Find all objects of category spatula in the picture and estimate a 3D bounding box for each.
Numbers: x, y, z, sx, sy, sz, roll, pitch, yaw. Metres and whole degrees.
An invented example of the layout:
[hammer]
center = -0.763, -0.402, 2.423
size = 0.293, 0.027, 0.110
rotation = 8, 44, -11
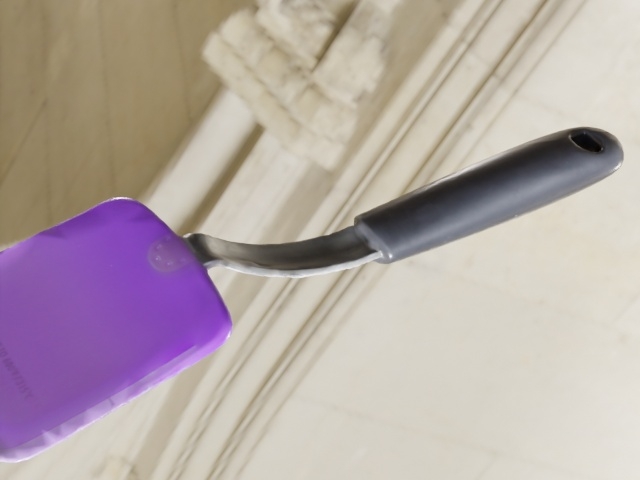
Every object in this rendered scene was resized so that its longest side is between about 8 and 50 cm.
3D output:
[spatula]
center = 0.000, 0.000, 0.554
size = 0.296, 0.030, 0.084
rotation = -17, -131, -31
